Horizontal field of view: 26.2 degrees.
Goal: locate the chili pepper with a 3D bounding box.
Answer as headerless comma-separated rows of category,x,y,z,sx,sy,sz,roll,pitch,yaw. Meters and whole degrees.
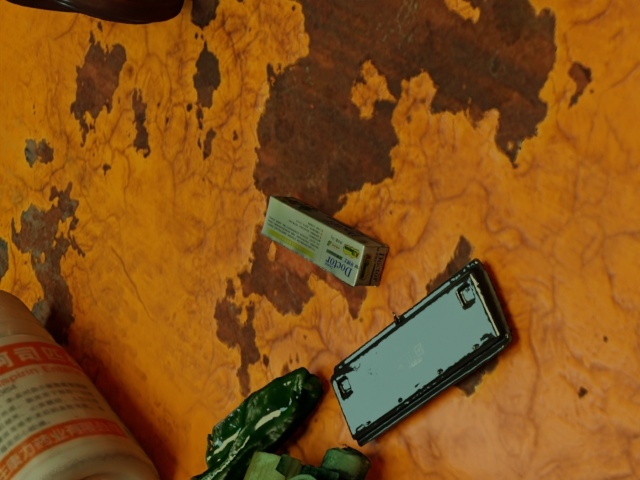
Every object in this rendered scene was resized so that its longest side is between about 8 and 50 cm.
chili pepper,-0.072,0.209,1.432,0.216,0.062,0.108,-50,11,31

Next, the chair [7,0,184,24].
chair,-0.221,-0.405,1.530,0.226,0.226,0.401,44,122,42

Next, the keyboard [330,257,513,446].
keyboard,0.089,0.107,1.283,0.230,0.025,0.093,-41,60,41

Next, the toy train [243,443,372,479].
toy train,-0.055,0.331,1.308,0.189,0.126,0.307,10,72,40

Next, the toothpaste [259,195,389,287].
toothpaste,0.000,0.000,1.387,0.164,0.034,0.046,28,110,47

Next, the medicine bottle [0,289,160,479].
medicine bottle,-0.364,0.233,1.679,0.371,0.211,0.211,43,120,42
